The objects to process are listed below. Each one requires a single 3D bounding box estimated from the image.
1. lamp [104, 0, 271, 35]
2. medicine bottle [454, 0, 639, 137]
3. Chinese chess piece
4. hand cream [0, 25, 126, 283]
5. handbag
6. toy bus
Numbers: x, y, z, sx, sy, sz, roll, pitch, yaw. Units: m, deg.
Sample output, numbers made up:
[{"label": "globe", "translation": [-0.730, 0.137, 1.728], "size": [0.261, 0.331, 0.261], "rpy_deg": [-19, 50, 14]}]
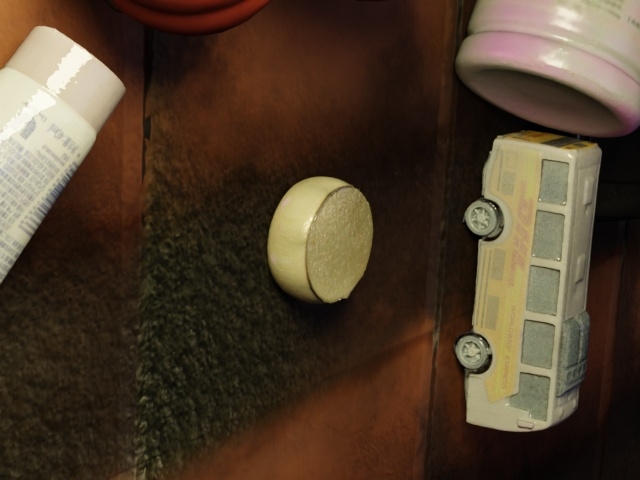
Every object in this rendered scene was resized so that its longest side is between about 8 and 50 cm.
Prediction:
[{"label": "lamp", "translation": [-0.105, -0.256, 1.120], "size": [0.227, 0.227, 0.227], "rpy_deg": [-25, 121, -50]}, {"label": "medicine bottle", "translation": [0.290, -0.294, 1.681], "size": [0.212, 0.212, 0.325], "rpy_deg": [35, 73, -55]}, {"label": "Chinese chess piece", "translation": [0.000, 0.000, 1.500], "size": [0.122, 0.051, 0.122], "rpy_deg": [-21, 116, -52]}, {"label": "hand cream", "translation": [-0.238, -0.030, 1.123], "size": [0.248, 0.083, 0.133], "rpy_deg": [-55, 142, -12]}, {"label": "handbag", "translation": [0.337, -0.135, 1.933], "size": [0.247, 0.080, 0.223], "rpy_deg": [-2, 95, -61]}, {"label": "toy bus", "translation": [0.239, 0.048, 1.791], "size": [0.097, 0.138, 0.343], "rpy_deg": [-17, 113, -56]}]
